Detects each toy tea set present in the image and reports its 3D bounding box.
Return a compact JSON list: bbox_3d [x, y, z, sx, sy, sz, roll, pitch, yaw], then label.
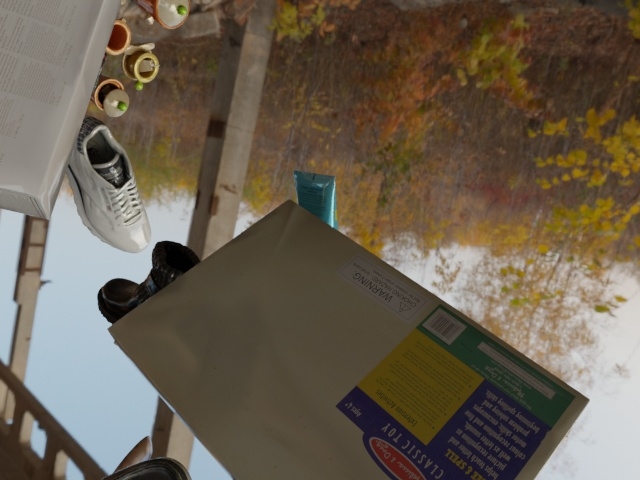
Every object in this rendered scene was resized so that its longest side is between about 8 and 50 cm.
[{"bbox_3d":[-0.393,-0.427,1.163,0.124,0.336,0.200,32,-154,24],"label":"toy tea set"}]

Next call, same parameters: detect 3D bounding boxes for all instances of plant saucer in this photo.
[{"bbox_3d":[-0.515,0.624,1.448,0.036,0.199,0.198,32,-171,7],"label":"plant saucer"}]

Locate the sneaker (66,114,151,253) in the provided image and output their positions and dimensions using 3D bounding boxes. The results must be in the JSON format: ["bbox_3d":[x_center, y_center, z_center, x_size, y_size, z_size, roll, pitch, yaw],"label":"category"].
[{"bbox_3d":[-0.306,-0.071,0.790,0.094,0.235,0.090,13,-134,35],"label":"sneaker"}]

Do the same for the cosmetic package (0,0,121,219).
[{"bbox_3d":[-0.230,-0.144,0.421,0.098,0.239,0.060,15,160,-16],"label":"cosmetic package"}]

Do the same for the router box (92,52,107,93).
[{"bbox_3d":[-0.500,-0.360,1.074,0.122,0.092,0.038,27,-137,-18],"label":"router box"}]

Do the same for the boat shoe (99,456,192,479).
[{"bbox_3d":[-0.188,0.235,0.360,0.233,0.084,0.079,-31,164,-26],"label":"boat shoe"}]

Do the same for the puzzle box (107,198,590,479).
[{"bbox_3d":[0.009,0.135,0.541,0.272,0.052,0.409,-37,-125,-27],"label":"puzzle box"}]

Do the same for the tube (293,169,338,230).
[{"bbox_3d":[0.000,0.000,0.798,0.080,0.207,0.052,10,-152,35],"label":"tube"}]

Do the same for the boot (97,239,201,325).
[{"bbox_3d":[-0.428,0.109,1.349,0.348,0.260,0.131,26,-153,28],"label":"boot"}]
